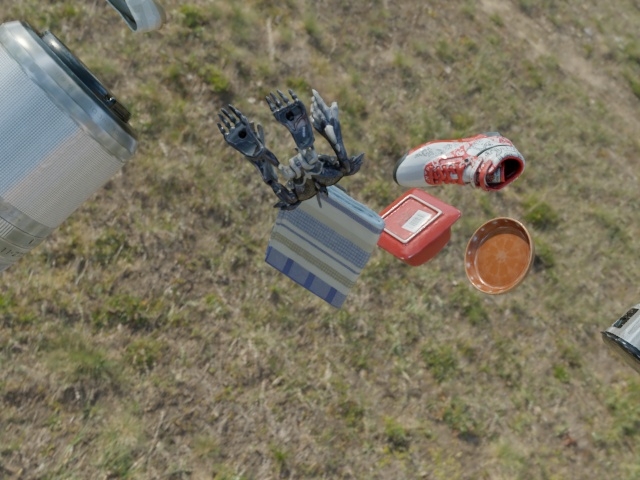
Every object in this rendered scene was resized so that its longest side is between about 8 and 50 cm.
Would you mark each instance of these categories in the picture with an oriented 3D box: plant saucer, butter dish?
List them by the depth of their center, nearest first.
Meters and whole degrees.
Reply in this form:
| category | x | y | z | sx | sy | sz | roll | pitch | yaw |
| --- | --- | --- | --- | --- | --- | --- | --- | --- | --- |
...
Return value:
| category | x | y | z | sx | sy | sz | roll | pitch | yaw |
| --- | --- | --- | --- | --- | --- | --- | --- | --- | --- |
| plant saucer | 0.189 | 0.017 | 0.781 | 0.013 | 0.083 | 0.083 | 19 | 45 | -40 |
| butter dish | 0.195 | -0.007 | 1.517 | 0.160 | 0.118 | 0.160 | -38 | 40 | -14 |

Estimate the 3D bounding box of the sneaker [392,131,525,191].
| category | x | y | z | sx | sy | sz | roll | pitch | yaw |
| --- | --- | --- | --- | --- | --- | --- | --- | --- | --- |
| sneaker | 0.299 | -0.154 | 1.592 | 0.270 | 0.090 | 0.145 | -15 | 33 | -5 |

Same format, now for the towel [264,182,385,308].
| category | x | y | z | sx | sy | sz | roll | pitch | yaw |
| --- | --- | --- | --- | --- | --- | --- | --- | --- | --- |
| towel | 0.000 | 0.000 | 1.478 | 0.209 | 0.285 | 0.034 | 33 | 48 | 9 |

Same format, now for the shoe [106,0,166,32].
| category | x | y | z | sx | sy | sz | roll | pitch | yaw |
| --- | --- | --- | --- | --- | --- | --- | --- | --- | --- |
| shoe | -0.332 | -0.426 | 1.185 | 0.058 | 0.076 | 0.219 | -39 | 95 | -33 |

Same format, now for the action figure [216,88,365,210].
| category | x | y | z | sx | sy | sz | roll | pitch | yaw |
| --- | --- | --- | --- | --- | --- | --- | --- | --- | --- |
| action figure | -0.035 | -0.134 | 1.058 | 0.140 | 0.164 | 0.276 | 68 | 9 | 17 |

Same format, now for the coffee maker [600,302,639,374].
| category | x | y | z | sx | sy | sz | roll | pitch | yaw |
| --- | --- | --- | --- | --- | --- | --- | --- | --- | --- |
| coffee maker | 0.407 | 0.084 | 0.750 | 0.171 | 0.178 | 0.120 | 37 | 1 | 33 |

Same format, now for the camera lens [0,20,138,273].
| category | x | y | z | sx | sy | sz | roll | pitch | yaw |
| --- | --- | --- | --- | --- | --- | --- | --- | --- | --- |
| camera lens | -0.387 | -0.117 | 0.930 | 0.219 | 0.274 | 0.219 | 46 | -2 | 2 |
